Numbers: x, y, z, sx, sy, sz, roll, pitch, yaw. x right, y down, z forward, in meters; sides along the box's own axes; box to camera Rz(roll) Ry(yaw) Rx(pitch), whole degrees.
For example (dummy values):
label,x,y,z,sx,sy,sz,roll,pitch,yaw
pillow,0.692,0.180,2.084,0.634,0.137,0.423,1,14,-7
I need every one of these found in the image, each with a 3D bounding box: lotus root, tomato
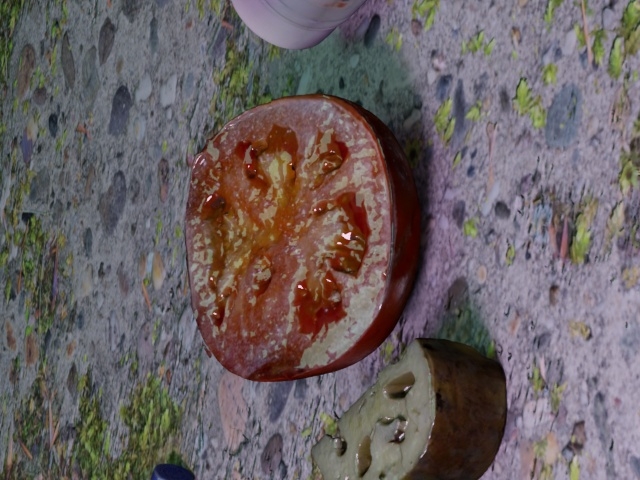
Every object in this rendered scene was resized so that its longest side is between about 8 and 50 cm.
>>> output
label,x,y,z,sx,sy,sz,roll,pitch,yaw
lotus root,0.096,0.202,1.980,0.235,0.119,0.138,-45,47,47
tomato,0.003,0.002,2.142,0.338,0.144,0.338,-7,79,41

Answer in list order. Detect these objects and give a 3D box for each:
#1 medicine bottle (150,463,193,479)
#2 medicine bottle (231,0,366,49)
label,x,y,z,sx,sy,sz,roll,pitch,yaw
medicine bottle,-0.226,0.414,2.578,0.059,0.059,0.231,46,124,54
medicine bottle,0.013,-0.341,2.188,0.254,0.152,0.152,-41,51,51
